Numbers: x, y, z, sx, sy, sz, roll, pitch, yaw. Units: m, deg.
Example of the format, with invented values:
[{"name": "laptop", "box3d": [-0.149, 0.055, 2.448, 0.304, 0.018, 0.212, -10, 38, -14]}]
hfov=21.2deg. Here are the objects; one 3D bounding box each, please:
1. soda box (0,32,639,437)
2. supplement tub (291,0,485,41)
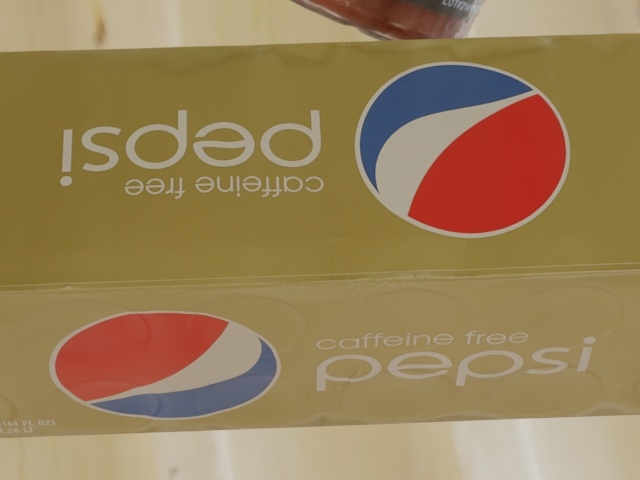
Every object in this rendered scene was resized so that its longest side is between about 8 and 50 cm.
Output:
[{"name": "soda box", "box3d": [0.000, 0.000, 0.347, 0.181, 0.058, 0.061, -1, -32, -1]}, {"name": "supplement tub", "box3d": [0.047, -0.180, 0.659, 0.106, 0.106, 0.198, 7, -68, -47]}]
